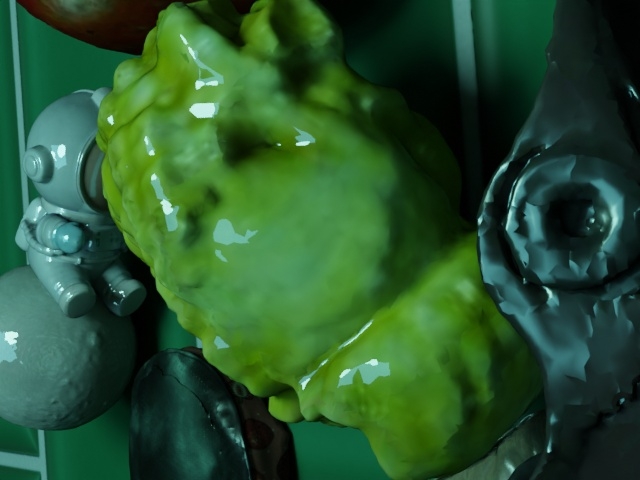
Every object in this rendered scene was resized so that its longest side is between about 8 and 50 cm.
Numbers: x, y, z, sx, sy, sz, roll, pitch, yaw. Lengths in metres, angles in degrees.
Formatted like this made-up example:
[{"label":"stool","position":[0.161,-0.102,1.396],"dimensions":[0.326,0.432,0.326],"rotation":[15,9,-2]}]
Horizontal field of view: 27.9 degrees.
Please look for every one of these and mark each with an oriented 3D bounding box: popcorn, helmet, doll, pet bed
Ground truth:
[{"label":"popcorn","position":[0.000,0.000,0.717],"dimensions":[0.286,0.173,0.225],"rotation":[47,178,8]},{"label":"helmet","position":[0.167,0.025,0.477],"dimensions":[0.177,0.225,0.306],"rotation":[10,103,25]},{"label":"doll","position":[-0.204,0.010,1.056],"dimensions":[0.151,0.151,0.287],"rotation":[34,115,48]},{"label":"pet bed","position":[-0.089,0.179,0.974],"dimensions":[0.201,0.053,0.201],"rotation":[3,94,55]}]

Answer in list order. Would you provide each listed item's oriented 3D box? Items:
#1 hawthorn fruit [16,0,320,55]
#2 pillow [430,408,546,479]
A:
[{"label":"hawthorn fruit","position":[-0.117,-0.235,0.772],"dimensions":[0.254,0.300,0.254],"rotation":[0,90,49]},{"label":"pillow","position":[0.099,0.181,0.727],"dimensions":[0.211,0.034,0.135],"rotation":[-37,59,48]}]
